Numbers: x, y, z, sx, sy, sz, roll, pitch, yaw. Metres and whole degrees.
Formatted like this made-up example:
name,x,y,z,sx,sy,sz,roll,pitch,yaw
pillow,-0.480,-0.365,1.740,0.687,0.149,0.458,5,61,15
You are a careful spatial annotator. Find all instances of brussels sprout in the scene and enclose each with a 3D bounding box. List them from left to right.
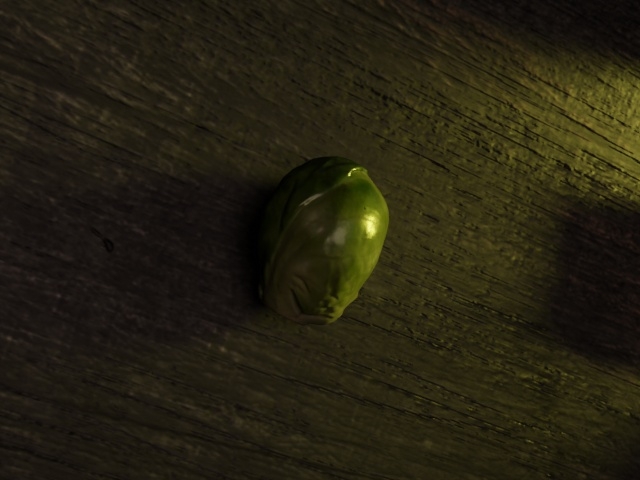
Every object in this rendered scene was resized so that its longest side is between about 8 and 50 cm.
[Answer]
name,x,y,z,sx,sy,sz,roll,pitch,yaw
brussels sprout,0.001,-0.003,1.113,0.131,0.145,0.183,27,71,7
